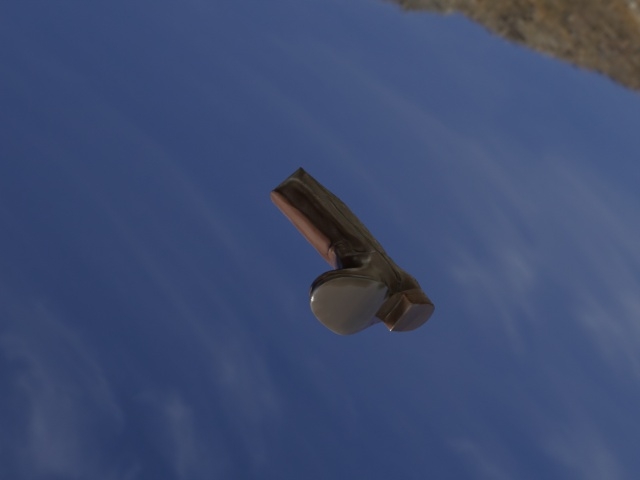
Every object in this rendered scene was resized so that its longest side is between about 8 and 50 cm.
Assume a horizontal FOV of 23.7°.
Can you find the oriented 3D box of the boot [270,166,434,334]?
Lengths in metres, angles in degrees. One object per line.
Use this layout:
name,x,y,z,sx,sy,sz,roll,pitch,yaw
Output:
boot,0.000,0.000,0.830,0.114,0.037,0.106,52,-162,30
